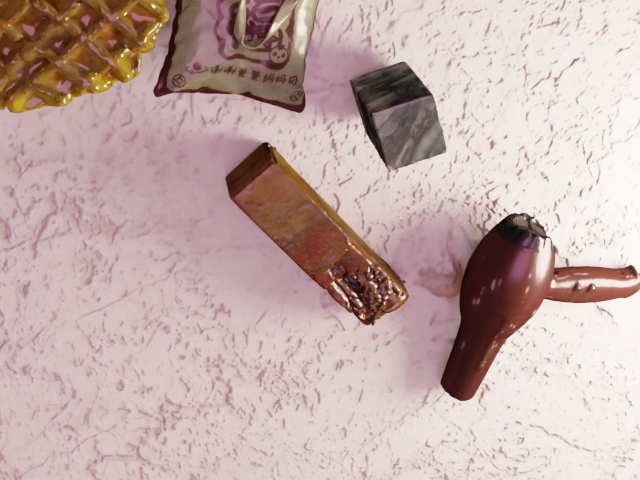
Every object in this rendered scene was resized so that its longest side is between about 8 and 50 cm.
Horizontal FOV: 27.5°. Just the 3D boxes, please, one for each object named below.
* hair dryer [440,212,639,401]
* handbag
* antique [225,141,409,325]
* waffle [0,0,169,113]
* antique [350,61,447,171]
[{"bbox_3d":[0.363,0.106,1.993,0.340,0.123,0.312,1,123,-21],"label":"hair dryer"},{"bbox_3d":[-0.101,-0.291,1.724,0.213,0.127,0.235,7,100,-19],"label":"handbag"},{"bbox_3d":[0.000,0.000,1.877,0.087,0.093,0.310,-41,113,8],"label":"antique"},{"bbox_3d":[-0.350,-0.304,1.667,0.324,0.151,0.261,-23,118,4],"label":"waffle"},{"bbox_3d":[0.103,-0.174,1.773,0.086,0.183,0.088,-18,115,-2],"label":"antique"}]
